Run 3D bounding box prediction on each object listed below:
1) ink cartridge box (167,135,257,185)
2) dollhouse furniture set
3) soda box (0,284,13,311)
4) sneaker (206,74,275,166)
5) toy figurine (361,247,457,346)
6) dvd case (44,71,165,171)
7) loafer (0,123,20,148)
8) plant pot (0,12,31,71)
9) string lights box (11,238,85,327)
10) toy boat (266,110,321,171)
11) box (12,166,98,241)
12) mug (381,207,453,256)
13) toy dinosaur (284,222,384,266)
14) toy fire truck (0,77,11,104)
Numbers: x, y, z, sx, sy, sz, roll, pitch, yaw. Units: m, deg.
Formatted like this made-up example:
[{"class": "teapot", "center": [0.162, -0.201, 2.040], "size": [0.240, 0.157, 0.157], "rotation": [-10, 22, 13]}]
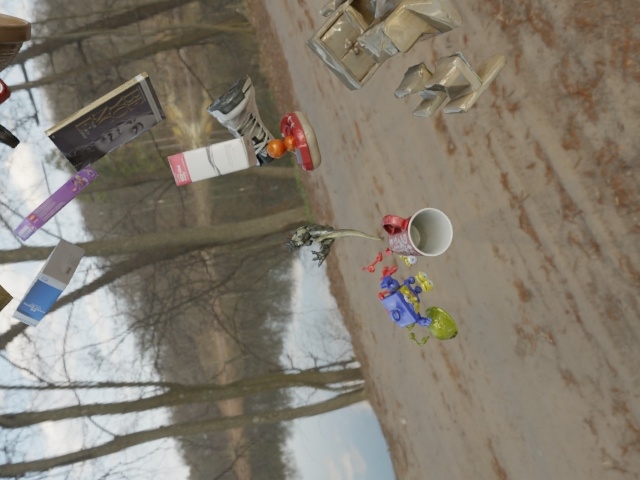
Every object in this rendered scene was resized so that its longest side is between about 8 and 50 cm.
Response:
[{"class": "ink cartridge box", "center": [-0.304, -0.232, 1.622], "size": [0.158, 0.217, 0.092], "rotation": [-78, -28, -77]}, {"class": "dollhouse furniture set", "center": [0.162, -0.468, 1.141], "size": [0.362, 0.256, 0.394], "rotation": [42, 174, -20]}, {"class": "soda box", "center": [-0.791, 0.091, 1.278], "size": [0.181, 0.058, 0.061], "rotation": [39, 173, 10]}, {"class": "sneaker", "center": [-0.215, -0.371, 1.810], "size": [0.257, 0.169, 0.447], "rotation": [49, -179, -12]}, {"class": "toy figurine", "center": [0.253, 0.221, 1.742], "size": [0.363, 0.191, 0.217], "rotation": [56, -149, -6]}, {"class": "dvd case", "center": [-0.426, -0.235, 1.142], "size": [0.018, 0.221, 0.164], "rotation": [50, 166, 12]}, {"class": "loafer", "center": [-0.642, -0.207, 1.033], "size": [0.062, 0.170, 0.061], "rotation": [14, 78, 42]}, {"class": "plant pot", "center": [-0.648, -0.351, 1.004], "size": [0.237, 0.237, 0.110], "rotation": [-125, 42, -60]}, {"class": "string lights box", "center": [-0.771, 0.125, 1.597], "size": [0.259, 0.076, 0.133], "rotation": [-40, 29, 34]}, {"class": "toy boat", "center": [-0.092, -0.298, 1.733], "size": [0.231, 0.151, 0.151], "rotation": [-111, 5, -58]}, {"class": "box", "center": [-0.926, -0.131, 1.971], "size": [0.057, 0.293, 0.200], "rotation": [47, 144, -18]}, {"class": "mug", "center": [0.225, -0.026, 1.383], "size": [0.150, 0.113, 0.169], "rotation": [48, 168, -5]}, {"class": "toy dinosaur", "center": [0.000, 0.000, 1.245], "size": [0.268, 0.118, 0.064], "rotation": [7, 122, 46]}, {"class": "toy fire truck", "center": [-0.974, -0.366, 1.403], "size": [0.254, 0.302, 0.169], "rotation": [46, 169, -1]}]
